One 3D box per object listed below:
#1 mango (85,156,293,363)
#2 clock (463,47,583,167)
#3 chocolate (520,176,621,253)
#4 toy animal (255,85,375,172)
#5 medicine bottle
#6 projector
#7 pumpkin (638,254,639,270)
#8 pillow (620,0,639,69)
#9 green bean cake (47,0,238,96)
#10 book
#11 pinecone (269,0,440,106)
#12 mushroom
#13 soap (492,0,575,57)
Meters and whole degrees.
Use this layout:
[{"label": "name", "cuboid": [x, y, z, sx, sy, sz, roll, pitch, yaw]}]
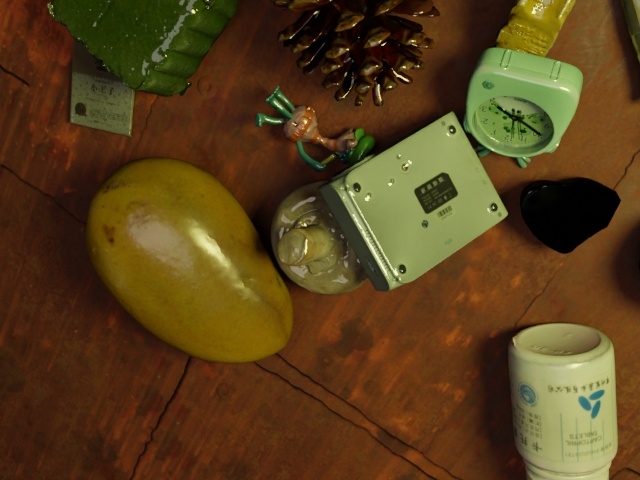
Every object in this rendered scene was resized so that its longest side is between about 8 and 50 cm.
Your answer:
[{"label": "mango", "cuboid": [-0.235, 0.048, 1.264, 0.300, 0.232, 0.446, -42, 98, 19]}, {"label": "clock", "cuboid": [0.303, -0.195, 1.073, 0.159, 0.066, 0.211, 19, 149, 11]}, {"label": "chocolate", "cuboid": [0.400, -0.050, 1.114, 0.148, 0.080, 0.125, -7, 115, 12]}, {"label": "toy animal", "cuboid": [-0.013, -0.180, 1.190, 0.208, 0.100, 0.103, 29, 74, -6]}, {"label": "medicine bottle", "cuboid": [0.412, 0.300, 1.165, 0.170, 0.170, 0.293, -4, 106, 18]}, {"label": "projector", "cuboid": [0.152, -0.065, 1.104, 0.250, 0.108, 0.198, -31, 96, -17]}, {"label": "pumpkin", "cuboid": [0.585, 0.034, 1.042, 0.190, 0.146, 0.190, -1, 84, 6]}, {"label": "pillow", "cuboid": [0.554, -0.329, 0.992, 0.212, 0.052, 0.208, -17, 99, 18]}, {"label": "green bean cake", "cuboid": [-0.293, -0.406, 1.175, 0.247, 0.156, 0.250, 42, 105, 5]}, {"label": "book", "cuboid": [-0.418, -0.310, 1.323, 0.138, 0.016, 0.199, 15, 110, 13]}, {"label": "pinecone", "cuboid": [0.060, -0.334, 1.053, 0.264, 0.264, 0.264, 5, 108, 16]}, {"label": "mushroom", "cuboid": [0.000, 0.000, 1.180, 0.207, 0.215, 0.207, 4, 100, 23]}, {"label": "soap", "cuboid": [0.339, -0.378, 0.988, 0.080, 0.160, 0.258, 27, 113, 7]}]
